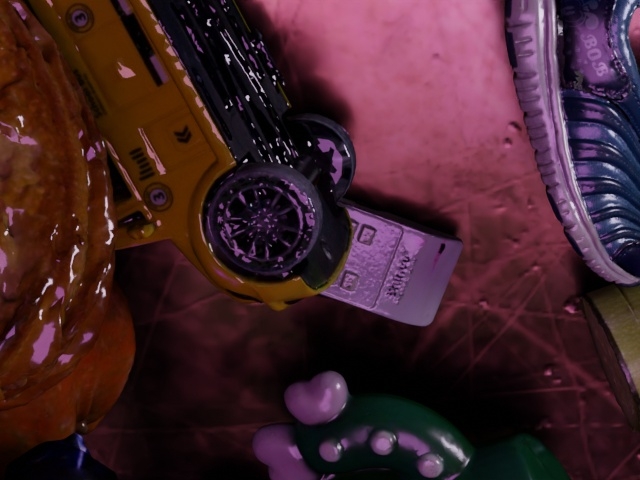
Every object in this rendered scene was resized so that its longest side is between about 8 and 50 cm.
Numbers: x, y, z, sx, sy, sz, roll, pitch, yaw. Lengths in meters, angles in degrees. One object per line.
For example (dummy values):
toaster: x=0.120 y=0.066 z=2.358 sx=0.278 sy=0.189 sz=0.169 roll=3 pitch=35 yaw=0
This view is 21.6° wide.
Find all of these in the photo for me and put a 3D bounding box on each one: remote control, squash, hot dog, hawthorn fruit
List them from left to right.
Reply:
hot dog: x=-0.193 y=-0.033 z=0.841 sx=0.175 sy=0.114 sz=0.259 roll=-34 pitch=72 yaw=38
hawthorn fruit: x=-0.206 y=0.062 z=0.987 sx=0.189 sy=0.189 sz=0.189 roll=0 pitch=111 yaw=1
remote control: x=0.000 y=0.000 z=1.032 sx=0.166 sy=0.029 sz=0.065 roll=20 pitch=110 yaw=-2
squash: x=0.270 y=0.028 z=1.011 sx=0.224 sy=0.094 sz=0.094 roll=-27 pitch=108 yaw=5

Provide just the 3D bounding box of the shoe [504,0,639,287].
shoe: x=0.171 y=-0.073 z=0.967 sx=0.106 sy=0.091 sz=0.207 roll=-11 pitch=107 yaw=11

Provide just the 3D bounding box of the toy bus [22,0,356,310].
toy bus: x=-0.107 y=-0.107 z=0.921 sx=0.151 sy=0.145 sz=0.331 roll=-25 pitch=101 yaw=16

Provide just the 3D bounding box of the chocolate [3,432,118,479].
chocolate: x=-0.127 y=0.193 z=0.955 sx=0.148 sy=0.126 sz=0.343 roll=-24 pitch=140 yaw=1

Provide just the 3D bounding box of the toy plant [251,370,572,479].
toy plant: x=0.044 y=0.201 z=1.061 sx=0.233 sy=0.112 sz=0.243 roll=30 pitch=119 yaw=-4
